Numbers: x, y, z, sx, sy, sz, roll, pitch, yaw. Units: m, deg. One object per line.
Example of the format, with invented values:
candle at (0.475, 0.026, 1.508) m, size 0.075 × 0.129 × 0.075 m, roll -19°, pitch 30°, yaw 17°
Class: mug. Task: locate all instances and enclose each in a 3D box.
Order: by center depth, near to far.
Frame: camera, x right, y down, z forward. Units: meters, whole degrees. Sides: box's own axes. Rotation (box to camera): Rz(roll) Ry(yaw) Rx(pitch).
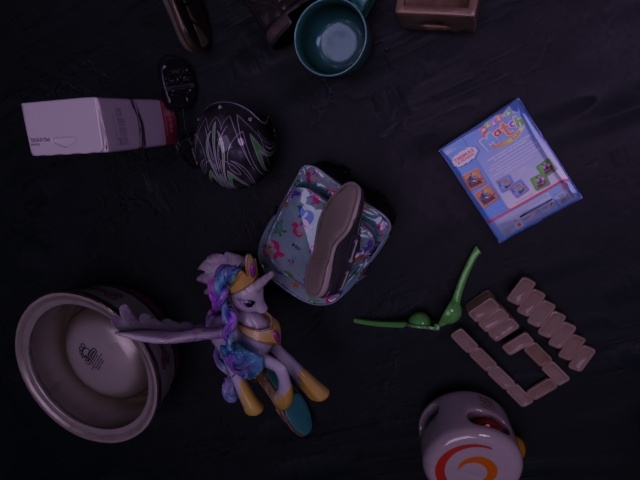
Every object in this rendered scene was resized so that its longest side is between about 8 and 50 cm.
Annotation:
mug at (0.040, -0.364, 0.820) m, size 0.158 × 0.097 × 0.129 m, roll -14°, pitch 101°, yaw 18°

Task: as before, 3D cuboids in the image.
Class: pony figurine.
pony figurine at (-0.178, 0.176, 0.913) m, size 0.351 × 0.303 × 0.363 m, roll 1°, pitch 122°, yaw 36°

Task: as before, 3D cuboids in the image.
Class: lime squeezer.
lime squeezer at (0.215, 0.140, 0.937) m, size 0.311 × 0.059 × 0.109 m, roll -35°, pitch 94°, yaw 22°

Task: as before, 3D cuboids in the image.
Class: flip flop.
flip flop at (-0.294, -0.503, 0.881) m, size 0.080 × 0.112 × 0.276 m, roll -5°, pitch 110°, yaw 32°

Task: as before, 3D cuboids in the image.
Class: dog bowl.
dog bowl at (-0.543, 0.291, 1.144) m, size 0.409 × 0.150 × 0.407 m, roll 5°, pitch 107°, yaw 15°

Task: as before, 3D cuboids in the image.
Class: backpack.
backpack at (0.000, 0.000, 0.896) m, size 0.225 × 0.191 × 0.253 m, roll 36°, pitch 117°, yaw 3°

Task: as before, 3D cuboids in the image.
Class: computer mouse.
computer mouse at (-0.295, -0.269, 0.972) m, size 0.041 × 0.071 × 0.241 m, roll 19°, pitch 121°, yaw 54°

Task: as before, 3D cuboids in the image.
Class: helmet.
helmet at (-0.170, -0.185, 0.895) m, size 0.170 × 0.161 × 0.169 m, roll 4°, pitch 106°, yaw 14°

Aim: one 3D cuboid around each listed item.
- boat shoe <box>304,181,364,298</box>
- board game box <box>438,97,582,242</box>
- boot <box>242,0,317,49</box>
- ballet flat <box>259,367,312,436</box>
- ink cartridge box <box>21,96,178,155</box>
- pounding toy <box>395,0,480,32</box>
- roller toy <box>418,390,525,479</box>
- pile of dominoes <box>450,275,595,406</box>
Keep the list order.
boat shoe at (0.034, 0.002, 0.771) m, size 0.075 × 0.065 × 0.205 m, roll 31°, pitch 106°, yaw 47°
board game box at (0.344, -0.125, 0.834) m, size 0.160 × 0.039 × 0.211 m, roll -33°, pitch 95°, yaw 21°
boot at (-0.075, -0.509, 0.817) m, size 0.263 × 0.091 × 0.228 m, roll -36°, pitch 92°, yaw 21°
ballet flat at (-0.090, 0.377, 1.095) m, size 0.067 × 0.073 × 0.206 m, roll -21°, pitch 97°, yaw 48°
ink cartridge box at (-0.428, -0.231, 0.914) m, size 0.172 × 0.237 × 0.100 m, roll 0°, pitch 105°, yaw 15°
pounding toy at (0.185, -0.469, 0.758) m, size 0.181 × 0.094 × 0.205 m, roll 12°, pitch 99°, yaw 18°
roller toy at (0.306, 0.418, 0.943) m, size 0.210 × 0.146 × 0.191 m, roll -21°, pitch 108°, yaw 14°
pile of dominoes at (0.409, 0.201, 0.923) m, size 0.251 × 0.040 × 0.196 m, roll 45°, pitch 112°, yaw -9°
